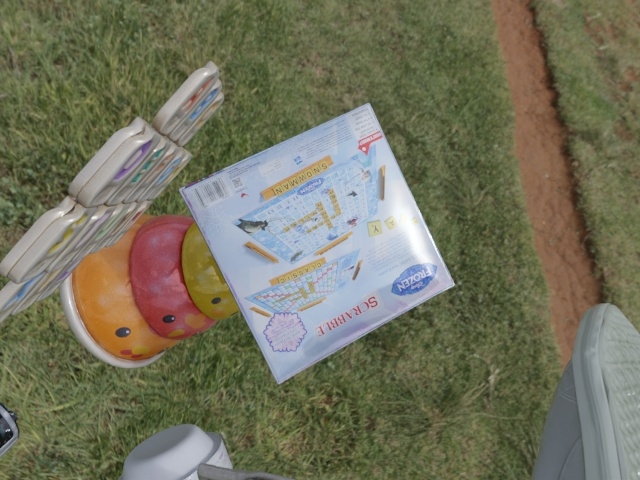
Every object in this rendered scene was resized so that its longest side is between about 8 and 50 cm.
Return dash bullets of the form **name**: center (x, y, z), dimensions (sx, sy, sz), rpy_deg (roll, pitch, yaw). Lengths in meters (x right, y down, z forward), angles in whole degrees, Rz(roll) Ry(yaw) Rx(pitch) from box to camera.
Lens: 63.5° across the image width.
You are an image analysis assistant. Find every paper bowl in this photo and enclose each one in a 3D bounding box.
- **paper bowl**: center (-0.380, 0.578, 1.313), dimensions (0.284, 0.284, 0.148), rpy_deg (-22, 97, -27)

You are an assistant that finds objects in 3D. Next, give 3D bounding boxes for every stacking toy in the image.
- **stacking toy**: center (-0.242, 0.060, 1.060), dimensions (0.479, 0.350, 0.351), rpy_deg (-13, 58, 22)

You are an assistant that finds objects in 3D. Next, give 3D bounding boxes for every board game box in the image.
- **board game box**: center (0.000, 0.000, 0.797), dimensions (0.318, 0.066, 0.318), rpy_deg (-26, 94, -12)

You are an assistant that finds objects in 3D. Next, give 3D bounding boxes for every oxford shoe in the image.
- **oxford shoe**: center (0.262, 0.217, 0.486), dimensions (0.169, 0.130, 0.449), rpy_deg (45, 41, -5)

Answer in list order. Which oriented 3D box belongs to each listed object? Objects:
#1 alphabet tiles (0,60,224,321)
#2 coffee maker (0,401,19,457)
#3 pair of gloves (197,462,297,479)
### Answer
- **alphabet tiles**: center (-0.181, -0.038, 0.470), dimensions (0.021, 0.284, 0.278), rpy_deg (41, 89, -10)
- **coffee maker**: center (-0.472, 0.273, 0.595), dimensions (0.171, 0.120, 0.178), rpy_deg (3, 18, -5)
- **pair of gloves**: center (-0.082, 0.435, 0.844), dimensions (0.204, 0.240, 0.042), rpy_deg (5, 42, 17)
